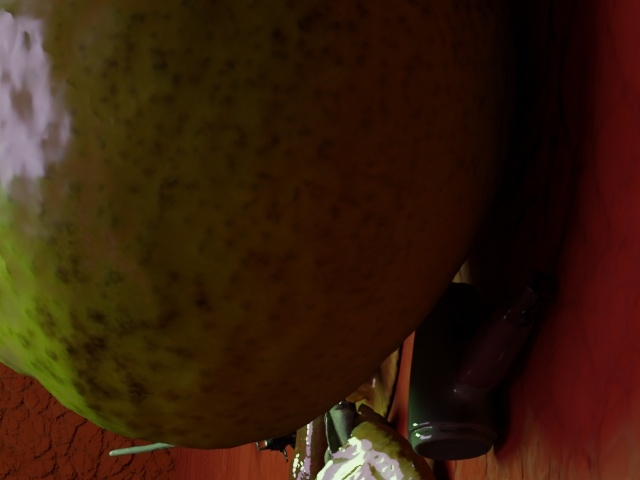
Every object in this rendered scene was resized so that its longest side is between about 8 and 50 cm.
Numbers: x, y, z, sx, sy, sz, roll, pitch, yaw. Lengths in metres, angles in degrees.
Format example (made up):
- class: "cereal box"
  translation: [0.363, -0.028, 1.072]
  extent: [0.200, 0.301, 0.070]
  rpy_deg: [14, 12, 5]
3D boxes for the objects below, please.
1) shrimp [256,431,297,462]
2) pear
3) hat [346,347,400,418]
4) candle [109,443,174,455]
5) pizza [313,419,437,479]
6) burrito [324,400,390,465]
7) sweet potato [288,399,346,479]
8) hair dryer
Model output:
- class: "shrimp"
  translation: [-0.038, 0.164, 1.452]
  extent: [0.174, 0.082, 0.076]
  rpy_deg: [-93, 4, -69]
- class: "pear"
  translation: [-0.065, -0.066, 0.839]
  extent: [0.391, 0.391, 0.391]
  rpy_deg: [-177, 90, -80]
- class: "hat"
  translation: [-0.064, 0.029, 1.181]
  extent: [0.233, 0.233, 0.244]
  rpy_deg: [-99, 14, -45]
- class: "candle"
  translation: [-0.177, 0.111, 1.893]
  extent: [0.221, 0.221, 0.342]
  rpy_deg: [153, 116, -79]
- class: "pizza"
  translation: [0.005, 0.258, 1.003]
  extent: [0.262, 0.034, 0.181]
  rpy_deg: [-46, 49, 30]
- class: "burrito"
  translation: [0.027, 0.182, 1.138]
  extent: [0.041, 0.055, 0.149]
  rpy_deg: [21, 122, 36]
- class: "sweet potato"
  translation: [-0.008, 0.225, 1.288]
  extent: [0.058, 0.078, 0.255]
  rpy_deg: [6, 84, 40]
- class: "hair dryer"
  translation: [0.097, 0.057, 0.819]
  extent: [0.154, 0.054, 0.106]
  rpy_deg: [130, 148, -58]
